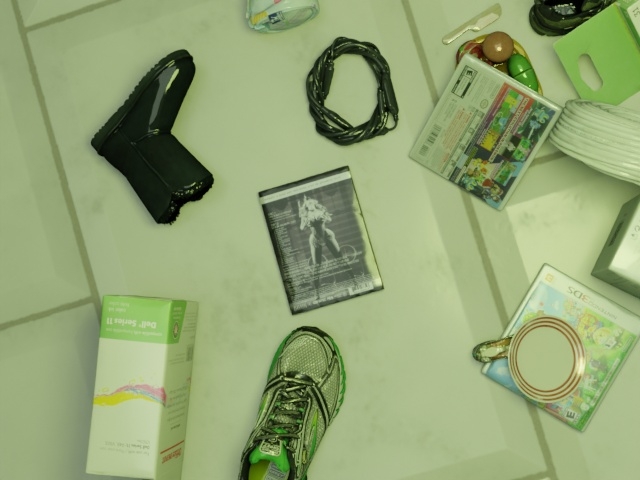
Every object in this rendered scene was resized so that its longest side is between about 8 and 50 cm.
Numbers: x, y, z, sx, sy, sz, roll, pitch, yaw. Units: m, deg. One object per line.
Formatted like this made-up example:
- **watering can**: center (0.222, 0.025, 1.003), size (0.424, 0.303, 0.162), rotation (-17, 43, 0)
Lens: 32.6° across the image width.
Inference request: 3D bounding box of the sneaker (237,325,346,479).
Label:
- **sneaker**: center (-0.048, 0.308, 1.788), size (0.134, 0.146, 0.343), rotation (14, 88, 8)

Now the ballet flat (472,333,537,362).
- **ballet flat**: center (0.304, 0.175, 1.780), size (0.114, 0.041, 0.041), rotation (-16, 85, 5)

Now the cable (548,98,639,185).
- **cable**: center (0.486, -0.148, 1.688), size (0.257, 0.257, 0.089), rotation (15, 107, -4)

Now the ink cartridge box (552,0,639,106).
- **ink cartridge box**: center (0.515, -0.313, 1.758), size (0.235, 0.056, 0.171), rotation (-36, 118, 2)

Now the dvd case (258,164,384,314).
- **dvd case**: center (0.000, 0.000, 1.865), size (0.165, 0.018, 0.221), rotation (-17, 85, 7)

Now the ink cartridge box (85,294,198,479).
- **ink cartridge box**: center (-0.292, 0.269, 1.789), size (0.119, 0.207, 0.353), rotation (5, 87, 6)

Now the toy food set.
- **toy food set**: center (0.289, -0.283, 1.818), size (0.128, 0.071, 0.218), rotation (-25, 84, 5)

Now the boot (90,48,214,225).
- **boot**: center (-0.248, -0.172, 1.866), size (0.207, 0.094, 0.246), rotation (46, 100, 11)

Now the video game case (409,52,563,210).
- **video game case**: center (0.270, -0.178, 1.800), size (0.183, 0.023, 0.201), rotation (32, 115, 8)

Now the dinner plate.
- **dinner plate**: center (0.364, 0.191, 1.764), size (0.141, 0.017, 0.141), rotation (2, 85, -18)

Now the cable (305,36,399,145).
- **cable**: center (0.049, -0.256, 1.865), size (0.151, 0.047, 0.184), rotation (-16, 87, 11)

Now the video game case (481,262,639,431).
- **video game case**: center (0.400, 0.175, 1.800), size (0.193, 0.023, 0.212), rotation (30, 91, 8)

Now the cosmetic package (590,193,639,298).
- **cosmetic package**: center (0.558, 0.040, 1.686), size (0.225, 0.224, 0.138), rotation (25, 90, 8)

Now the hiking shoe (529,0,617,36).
- **hiking shoe**: center (0.457, -0.383, 1.780), size (0.227, 0.114, 0.086), rotation (-11, 86, 7)

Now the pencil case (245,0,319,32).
- **pencil case**: center (-0.088, -0.492, 1.859), size (0.124, 0.113, 0.273), rotation (-15, 85, 26)
